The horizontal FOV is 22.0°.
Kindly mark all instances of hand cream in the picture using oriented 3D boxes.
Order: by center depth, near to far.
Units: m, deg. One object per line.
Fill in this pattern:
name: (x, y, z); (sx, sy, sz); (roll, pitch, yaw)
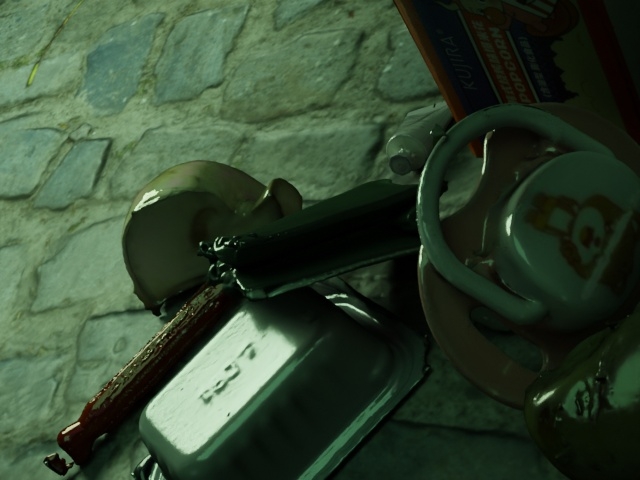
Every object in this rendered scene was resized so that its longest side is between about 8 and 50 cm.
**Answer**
hand cream: (0.120, -0.128, 2.017); (0.084, 0.053, 0.142); (-14, 26, 33)

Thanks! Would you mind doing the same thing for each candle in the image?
candle: (-0.214, 0.156, 2.008); (0.329, 0.048, 0.051); (-46, 47, -11)

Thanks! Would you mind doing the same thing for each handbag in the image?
handbag: (0.000, -0.002, 1.791); (0.260, 0.079, 0.247); (-16, 5, -14)

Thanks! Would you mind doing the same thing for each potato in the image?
potato: (0.303, 0.132, 1.422); (0.262, 0.165, 0.165); (-21, 38, 27)

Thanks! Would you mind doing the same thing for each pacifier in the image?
pacifier: (0.214, 0.018, 1.602); (0.220, 0.273, 0.332); (19, 60, 23)

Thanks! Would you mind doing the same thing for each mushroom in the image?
mushroom: (-0.152, -0.053, 2.084); (0.236, 0.162, 0.173); (-24, 38, 21)

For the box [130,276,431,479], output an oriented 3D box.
box: (-0.068, 0.167, 1.795); (0.336, 0.106, 0.264); (-45, 33, -9)

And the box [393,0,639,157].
box: (0.268, -0.301, 1.754); (0.257, 0.348, 0.318); (11, 59, 36)
